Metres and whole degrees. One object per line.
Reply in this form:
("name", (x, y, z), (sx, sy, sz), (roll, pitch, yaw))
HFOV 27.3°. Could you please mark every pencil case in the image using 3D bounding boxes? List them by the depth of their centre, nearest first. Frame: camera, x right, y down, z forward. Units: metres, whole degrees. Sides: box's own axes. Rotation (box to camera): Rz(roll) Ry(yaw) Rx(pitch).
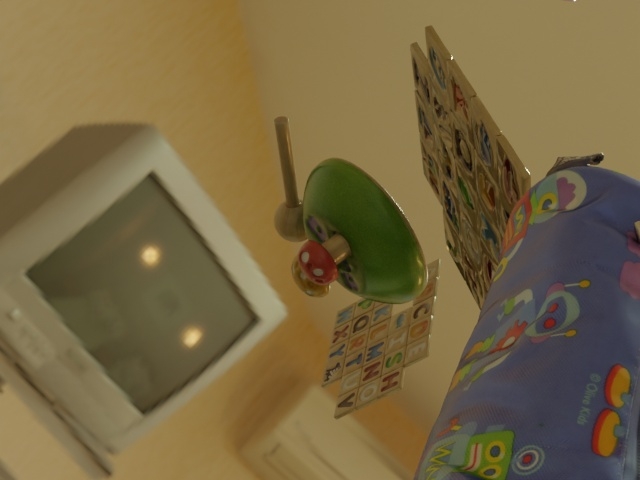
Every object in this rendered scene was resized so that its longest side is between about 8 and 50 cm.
("pencil case", (0.122, 0.082, 0.644), (0.119, 0.306, 0.133), (40, -50, -9))

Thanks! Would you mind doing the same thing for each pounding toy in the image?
("pounding toy", (0.000, 0.000, 1.450), (0.237, 0.110, 0.183), (38, -26, 36))

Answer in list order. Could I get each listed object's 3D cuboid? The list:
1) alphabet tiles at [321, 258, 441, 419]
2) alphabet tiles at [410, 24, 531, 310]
("alphabet tiles", (0.081, 0.144, 1.864), (0.198, 0.237, 0.009), (-29, -61, 31))
("alphabet tiles", (0.149, -0.022, 1.204), (0.343, 0.011, 0.285), (-114, -171, -46))
